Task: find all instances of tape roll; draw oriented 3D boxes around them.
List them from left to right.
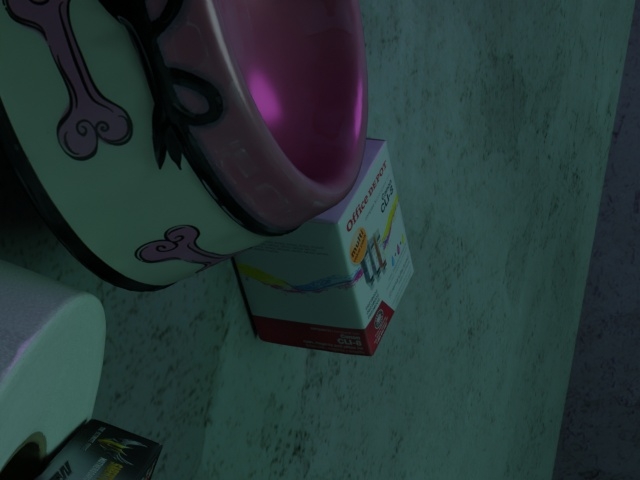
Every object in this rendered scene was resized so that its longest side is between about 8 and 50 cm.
[{"bbox_3d":[-0.234,0.201,0.907,0.392,0.072,0.392,21,90,-87],"label":"tape roll"}]

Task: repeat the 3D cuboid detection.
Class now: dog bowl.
[{"bbox_3d":[-0.089,-0.176,1.060,0.408,0.150,0.408,-10,90,-72],"label":"dog bowl"}]

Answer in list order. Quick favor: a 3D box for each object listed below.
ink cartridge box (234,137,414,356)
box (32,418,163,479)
[{"bbox_3d":[0.000,0.000,1.481,0.176,0.127,0.128,74,33,-40],"label":"ink cartridge box"},{"bbox_3d":[-0.174,0.230,0.954,0.231,0.056,0.183,-50,160,-79],"label":"box"}]
